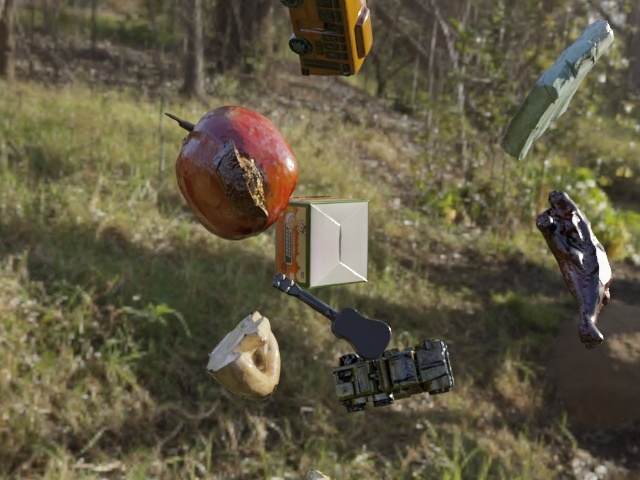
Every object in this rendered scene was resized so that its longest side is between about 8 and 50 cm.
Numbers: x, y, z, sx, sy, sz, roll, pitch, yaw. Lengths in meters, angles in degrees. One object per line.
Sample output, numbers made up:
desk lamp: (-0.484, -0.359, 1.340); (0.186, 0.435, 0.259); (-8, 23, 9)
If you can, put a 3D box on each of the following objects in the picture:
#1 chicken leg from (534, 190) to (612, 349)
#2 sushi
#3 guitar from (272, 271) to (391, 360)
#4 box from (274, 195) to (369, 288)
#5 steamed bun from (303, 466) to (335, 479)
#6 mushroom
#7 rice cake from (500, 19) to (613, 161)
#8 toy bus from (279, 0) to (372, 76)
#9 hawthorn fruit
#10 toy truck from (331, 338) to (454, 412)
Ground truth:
chicken leg: (0.311, 0.032, 1.047); (0.089, 0.219, 0.048); (7, -32, -31)
sushi: (-0.108, -0.083, 1.219); (0.060, 0.118, 0.061); (-24, 22, 3)
guitar: (0.018, 0.144, 1.749); (0.271, 0.084, 0.038); (33, -10, 6)
box: (0.000, 0.000, 1.996); (0.177, 0.195, 0.148); (-5, 9, -37)
steamed bun: (0.028, 0.477, 1.505); (0.192, 0.106, 0.177); (34, -14, -35)
mushroom: (-0.147, 0.266, 1.893); (0.156, 0.151, 0.286); (-36, 11, 16)
rice cake: (0.275, -0.174, 1.022); (0.038, 0.124, 0.211); (41, -16, 9)
toy bus: (0.013, -0.338, 1.272); (0.114, 0.098, 0.201); (11, -32, 17)
hawthorn fruit: (-0.197, -0.152, 1.732); (0.300, 0.254, 0.254); (35, 4, -13)
toy truck: (0.154, 0.289, 1.877); (0.257, 0.127, 0.127); (-12, -15, 6)
